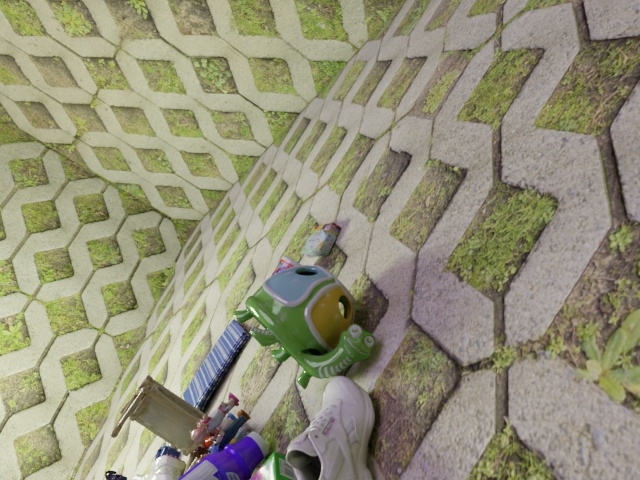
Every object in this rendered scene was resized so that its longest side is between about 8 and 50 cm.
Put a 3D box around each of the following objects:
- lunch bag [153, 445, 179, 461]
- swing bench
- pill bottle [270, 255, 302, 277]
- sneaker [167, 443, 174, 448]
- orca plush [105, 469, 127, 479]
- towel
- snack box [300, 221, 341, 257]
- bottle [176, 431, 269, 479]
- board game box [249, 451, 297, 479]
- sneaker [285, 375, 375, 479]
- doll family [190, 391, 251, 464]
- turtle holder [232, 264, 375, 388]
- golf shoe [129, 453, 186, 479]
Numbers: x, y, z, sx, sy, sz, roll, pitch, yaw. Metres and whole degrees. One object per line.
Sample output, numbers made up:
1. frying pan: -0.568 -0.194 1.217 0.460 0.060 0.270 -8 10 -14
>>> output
1. lunch bag: -0.514 0.723 1.811 0.067 0.065 0.099 -35 31 46
2. swing bench: -0.447 0.533 1.609 0.165 0.253 0.254 -55 10 -9
3. pill bottle: -0.114 0.152 1.659 0.194 0.108 0.108 -60 20 -5
4. sneaker: -0.509 0.639 1.906 0.057 0.075 0.161 -32 32 50
5. orca plush: -0.492 0.708 1.341 0.102 0.151 0.288 41 -144 -76
6. towel: -0.369 0.443 1.930 0.336 0.040 0.243 -57 18 -9
7. snack box: 0.000 0.000 1.719 0.141 0.037 0.100 -10 52 64
8. bottle: -0.239 0.545 1.236 0.092 0.118 0.282 9 32 46
9. board game box: -0.151 0.629 1.109 0.317 0.064 0.242 -52 21 15
10. sneaker: 0.018 0.354 0.995 0.114 0.152 0.305 -49 20 27
11. doll family: -0.244 0.503 1.368 0.163 0.118 0.263 -44 -18 -31
12. turtle holder: -0.033 0.178 1.253 0.227 0.243 0.320 -44 8 -12
13. golf shoe: -0.529 0.786 1.694 0.306 0.115 0.140 -49 25 26
